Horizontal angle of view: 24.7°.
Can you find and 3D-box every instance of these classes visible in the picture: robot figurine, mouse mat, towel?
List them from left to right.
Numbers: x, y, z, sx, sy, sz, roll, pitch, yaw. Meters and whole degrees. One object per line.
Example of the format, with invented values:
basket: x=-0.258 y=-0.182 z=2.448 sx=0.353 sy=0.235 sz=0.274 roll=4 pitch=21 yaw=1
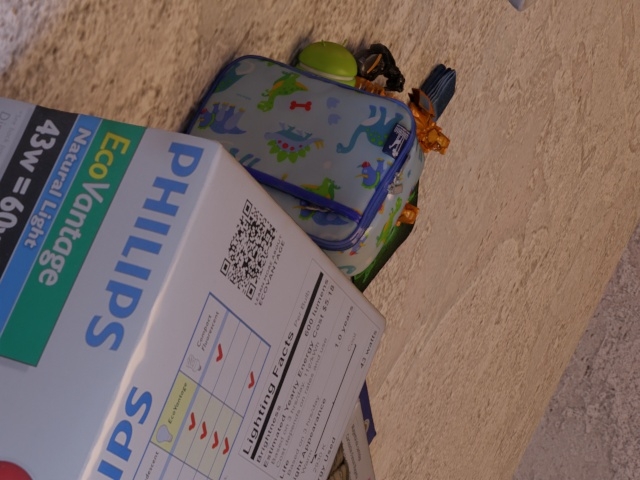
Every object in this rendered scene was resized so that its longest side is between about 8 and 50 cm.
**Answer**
robot figurine: x=0.001 y=-0.161 z=1.569 sx=0.101 sy=0.067 sz=0.115 roll=-12 pitch=123 yaw=-55
robot figurine: x=0.067 y=-0.114 z=1.754 sx=0.211 sy=0.085 sz=0.291 roll=-66 pitch=159 yaw=-1
mouse mat: x=0.092 y=-0.019 z=2.026 sx=0.190 sy=0.007 sz=0.153 roll=-49 pitch=153 yaw=-37
towel: x=0.145 y=-0.176 z=1.957 sx=0.119 sy=0.029 sz=0.067 roll=-55 pitch=157 yaw=-29

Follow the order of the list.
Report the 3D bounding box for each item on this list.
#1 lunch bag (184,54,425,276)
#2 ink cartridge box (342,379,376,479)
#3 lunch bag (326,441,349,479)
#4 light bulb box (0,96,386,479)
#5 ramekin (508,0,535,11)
lunch bag: x=-0.023 y=-0.071 z=1.392 sx=0.176 sy=0.219 sz=0.090 roll=-59 pitch=157 yaw=-19
ink cartridge box: x=0.014 y=0.355 z=2.139 sx=0.330 sy=0.071 sz=0.324 roll=-55 pitch=156 yaw=-25
lunch bag: x=-0.084 y=0.214 z=1.527 sx=0.305 sy=0.212 sz=0.256 roll=-8 pitch=103 yaw=-79
light bulb box: x=-0.156 y=0.132 z=1.153 sx=0.361 sy=0.225 sz=0.358 roll=48 pitch=60 yaw=-57
ramekin: x=0.275 y=-0.426 z=1.764 sx=0.277 sy=0.135 sz=0.277 roll=-51 pitch=174 yaw=-7
